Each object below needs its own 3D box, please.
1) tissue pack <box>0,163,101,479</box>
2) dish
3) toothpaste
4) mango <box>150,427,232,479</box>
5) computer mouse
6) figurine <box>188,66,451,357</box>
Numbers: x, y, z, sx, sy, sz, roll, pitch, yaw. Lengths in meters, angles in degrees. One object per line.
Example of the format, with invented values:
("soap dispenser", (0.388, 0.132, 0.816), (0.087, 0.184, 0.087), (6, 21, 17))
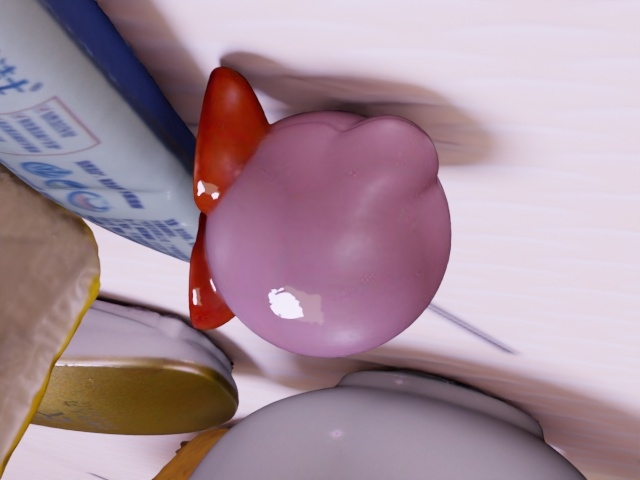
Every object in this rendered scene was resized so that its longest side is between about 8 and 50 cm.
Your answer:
("tissue pack", (-0.295, 0.080, 0.641), (0.228, 0.293, 0.382), (39, 155, -30))
("dish", (0.044, 0.112, 0.802), (0.236, 0.086, 0.228), (14, 165, 8))
("toothpaste", (-0.069, -0.035, 0.501), (0.069, 0.047, 0.268), (-3, 162, 12))
("mango", (-0.040, 0.206, 1.055), (0.201, 0.199, 0.350), (-7, 161, -26))
("computer mouse", (-0.158, 0.050, 0.860), (0.245, 0.056, 0.126), (14, 163, 16))
("figurine", (0.000, 0.000, 0.500), (0.071, 0.067, 0.083), (7, 134, 1))
